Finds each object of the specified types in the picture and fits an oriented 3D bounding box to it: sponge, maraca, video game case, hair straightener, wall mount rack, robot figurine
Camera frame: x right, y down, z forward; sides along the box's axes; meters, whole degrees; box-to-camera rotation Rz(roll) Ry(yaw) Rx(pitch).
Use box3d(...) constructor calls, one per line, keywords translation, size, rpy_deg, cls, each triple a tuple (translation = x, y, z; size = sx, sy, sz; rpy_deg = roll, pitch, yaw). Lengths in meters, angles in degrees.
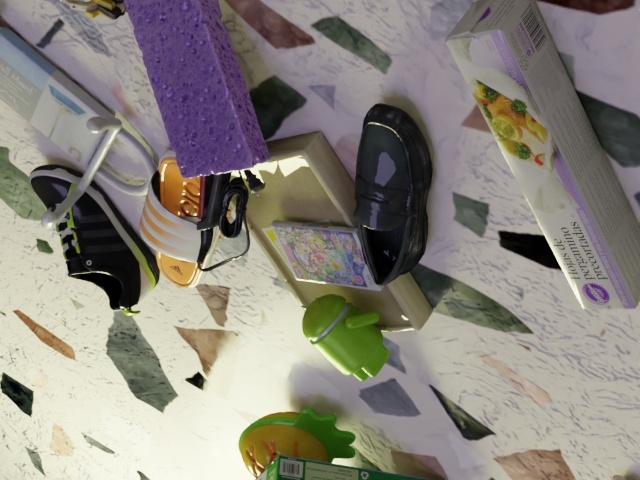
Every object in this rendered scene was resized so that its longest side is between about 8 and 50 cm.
box3d(translation=(-0.132, -0.172, 1.337), size=(0.117, 0.031, 0.210), rpy_deg=(-7, 105, 44), cls="sponge")
box3d(translation=(-0.034, 0.287, 1.779), size=(0.186, 0.099, 0.127), rpy_deg=(-27, 121, 35), cls="maraca")
box3d(translation=(0.007, 0.017, 1.441), size=(0.122, 0.011, 0.087), rpy_deg=(6, 134, 37), cls="video game case")
box3d(translation=(-0.106, -0.061, 1.409), size=(0.089, 0.047, 0.230), rpy_deg=(31, 122, 35), cls="hair straightener")
box3d(translation=(-0.348, -0.163, 1.511), size=(0.350, 0.130, 0.304), rpy_deg=(39, 145, -3), cls="wall mount rack")
box3d(translation=(0.026, 0.110, 1.482), size=(0.115, 0.067, 0.101), rpy_deg=(44, 150, -8), cls="robot figurine")

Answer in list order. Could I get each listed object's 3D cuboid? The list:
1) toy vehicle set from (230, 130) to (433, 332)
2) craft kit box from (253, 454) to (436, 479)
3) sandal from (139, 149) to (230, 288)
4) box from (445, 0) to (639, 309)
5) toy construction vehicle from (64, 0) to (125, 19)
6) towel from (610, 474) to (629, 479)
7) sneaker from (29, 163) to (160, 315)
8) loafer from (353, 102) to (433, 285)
box3d(translation=(0.000, 0.000, 1.472), size=(0.166, 0.035, 0.267), rpy_deg=(-6, 126, 45), cls="toy vehicle set")
box3d(translation=(0.017, 0.378, 1.774), size=(0.250, 0.061, 0.246), rpy_deg=(12, 152, -15), cls="craft kit box")
box3d(translation=(-0.178, -0.001, 1.591), size=(0.102, 0.076, 0.265), rpy_deg=(29, 144, 12), cls="sandal")
box3d(translation=(0.217, -0.074, 1.171), size=(0.063, 0.067, 0.324), rpy_deg=(-3, 130, 44), cls="box")
box3d(translation=(-0.245, -0.279, 1.371), size=(0.098, 0.035, 0.086), rpy_deg=(26, 143, 17), cls="toy construction vehicle")
box3d(translation=(0.464, 0.449, 1.561), size=(0.332, 0.053, 0.317), rpy_deg=(27, 144, 13), cls="towel")
box3d(translation=(-0.309, 0.002, 1.691), size=(0.234, 0.097, 0.084), rpy_deg=(47, 144, -14), cls="sneaker")
box3d(translation=(0.072, -0.042, 1.323), size=(0.076, 0.078, 0.223), rpy_deg=(19, 141, 24), cls="loafer")
